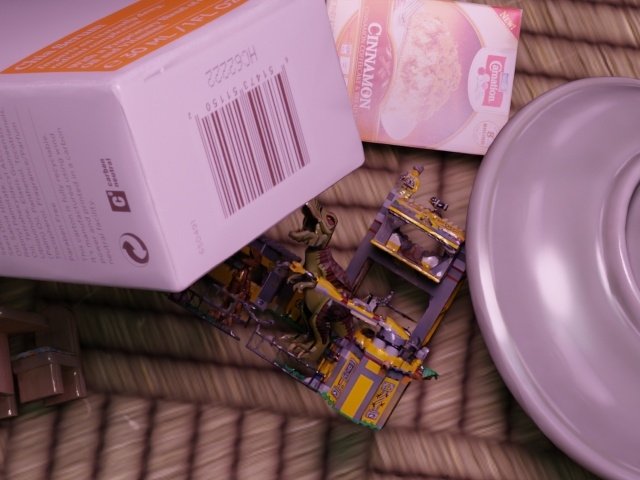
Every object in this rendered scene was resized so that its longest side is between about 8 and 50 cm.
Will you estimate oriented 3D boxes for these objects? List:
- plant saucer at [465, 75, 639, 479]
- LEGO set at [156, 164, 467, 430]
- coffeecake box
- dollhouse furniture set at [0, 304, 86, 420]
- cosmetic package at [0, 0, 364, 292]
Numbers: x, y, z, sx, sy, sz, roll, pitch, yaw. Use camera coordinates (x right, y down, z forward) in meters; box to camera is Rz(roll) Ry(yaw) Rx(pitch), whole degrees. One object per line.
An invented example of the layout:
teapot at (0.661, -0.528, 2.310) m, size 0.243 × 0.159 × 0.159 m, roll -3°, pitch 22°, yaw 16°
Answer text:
plant saucer at (0.322, 0.025, 1.487) m, size 0.400 × 0.100 × 0.400 m, roll 10°, pitch 67°, yaw -24°
LEGO set at (0.000, 0.000, 1.471) m, size 0.331 × 0.255 × 0.192 m, roll 33°, pitch 101°, yaw 19°
coffeecake box at (0.090, -0.161, 1.601) m, size 0.186 × 0.068 × 0.142 m, roll 6°, pitch 95°, yaw -1°
dollhouse furniture set at (-0.361, 0.074, 1.460) m, size 0.242 × 0.212 × 0.161 m, roll -16°, pitch 74°, yaw 21°
cosmetic package at (-0.219, -0.091, 1.323) m, size 0.230 × 0.453 × 0.161 m, roll -37°, pitch 119°, yaw -43°
